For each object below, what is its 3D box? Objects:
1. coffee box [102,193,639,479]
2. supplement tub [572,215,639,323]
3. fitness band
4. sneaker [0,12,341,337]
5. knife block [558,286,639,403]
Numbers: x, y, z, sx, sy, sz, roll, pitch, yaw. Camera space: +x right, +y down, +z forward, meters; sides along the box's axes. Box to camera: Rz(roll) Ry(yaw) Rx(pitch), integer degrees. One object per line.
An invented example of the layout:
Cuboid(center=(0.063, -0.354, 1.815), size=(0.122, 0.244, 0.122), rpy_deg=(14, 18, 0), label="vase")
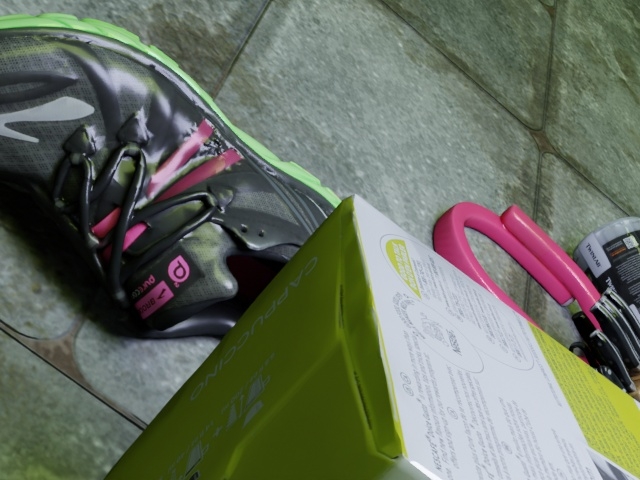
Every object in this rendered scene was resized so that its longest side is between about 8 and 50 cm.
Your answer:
Cuboid(center=(0.051, 0.237, 0.760), size=(0.334, 0.338, 0.338), rpy_deg=(35, 18, -17), label="coffee box")
Cuboid(center=(0.448, 0.071, 1.647), size=(0.117, 0.117, 0.190), rpy_deg=(5, 52, -45), label="supplement tub")
Cuboid(center=(0.266, 0.064, 1.515), size=(0.291, 0.054, 0.209), rpy_deg=(43, 36, -5), label="fitness band")
Cuboid(center=(-0.145, -0.032, 1.030), size=(0.482, 0.185, 0.202), rpy_deg=(28, 34, -25), label="sneaker")
Cuboid(center=(0.402, 0.196, 1.435), size=(0.275, 0.088, 0.242), rpy_deg=(18, 61, -36), label="knife block")
